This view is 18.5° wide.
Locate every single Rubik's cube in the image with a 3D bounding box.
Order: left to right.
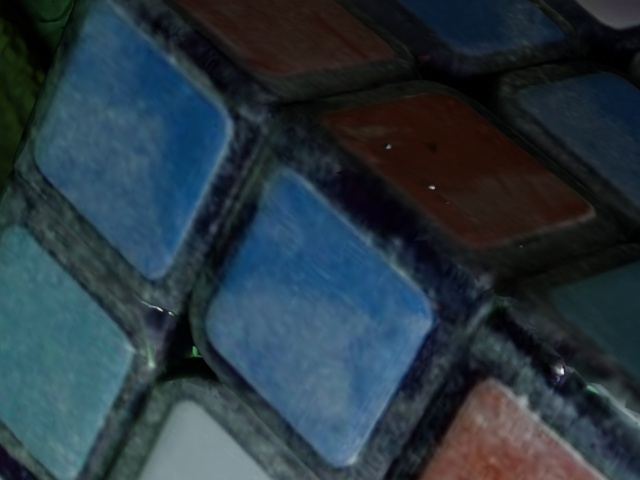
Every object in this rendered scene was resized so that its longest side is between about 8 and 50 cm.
[{"bbox_3d":[0.061,0.081,0.906,0.362,0.358,0.363,43,122,26],"label":"Rubik's cube"}]

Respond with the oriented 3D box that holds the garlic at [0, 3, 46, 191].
[{"bbox_3d":[-0.284,-0.021,1.244,0.325,0.132,0.279,-17,120,34],"label":"garlic"}]
